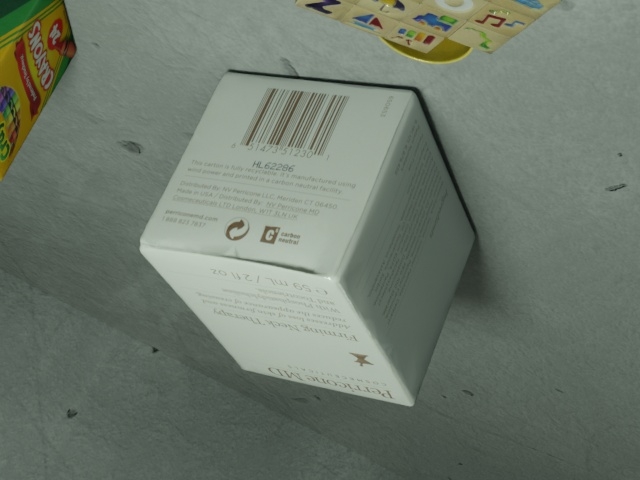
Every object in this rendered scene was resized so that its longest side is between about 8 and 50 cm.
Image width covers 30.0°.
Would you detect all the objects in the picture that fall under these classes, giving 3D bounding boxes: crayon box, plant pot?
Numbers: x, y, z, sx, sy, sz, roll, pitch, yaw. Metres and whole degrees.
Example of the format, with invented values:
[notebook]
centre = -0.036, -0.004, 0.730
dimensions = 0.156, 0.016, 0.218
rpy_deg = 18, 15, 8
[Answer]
[crayon box]
centre = -0.478, -0.233, 1.768
dimensions = 0.081, 0.318, 0.202
rpy_deg = 19, 154, 8
[plant pot]
centre = 0.134, -0.289, 1.415
dimensions = 0.134, 0.095, 0.134
rpy_deg = 19, 153, 10

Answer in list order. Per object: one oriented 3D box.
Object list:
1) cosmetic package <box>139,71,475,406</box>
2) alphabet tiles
[cosmetic package]
centre = 0.000, 0.000, 1.812
dimensions = 0.329, 0.327, 0.393
rpy_deg = 8, 152, 28
[alphabet tiles]
centre = 0.100, -0.280, 1.235
dimensions = 0.285, 0.011, 0.342
rpy_deg = 18, 165, -14
